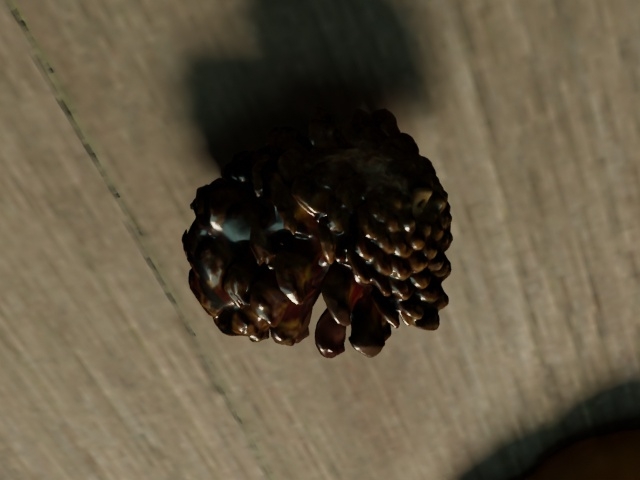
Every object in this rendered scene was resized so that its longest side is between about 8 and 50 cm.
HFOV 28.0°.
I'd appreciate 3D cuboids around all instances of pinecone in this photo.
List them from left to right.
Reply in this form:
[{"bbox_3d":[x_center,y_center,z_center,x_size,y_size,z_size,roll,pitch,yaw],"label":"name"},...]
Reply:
[{"bbox_3d":[0.000,0.000,0.387,0.083,0.077,0.077,-21,134,41],"label":"pinecone"}]

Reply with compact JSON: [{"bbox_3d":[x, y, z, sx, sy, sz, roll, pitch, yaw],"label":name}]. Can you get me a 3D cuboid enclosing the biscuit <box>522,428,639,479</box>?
[{"bbox_3d":[0.193,0.199,0.568,0.326,0.107,0.325,-2,129,-2],"label":"biscuit"}]
